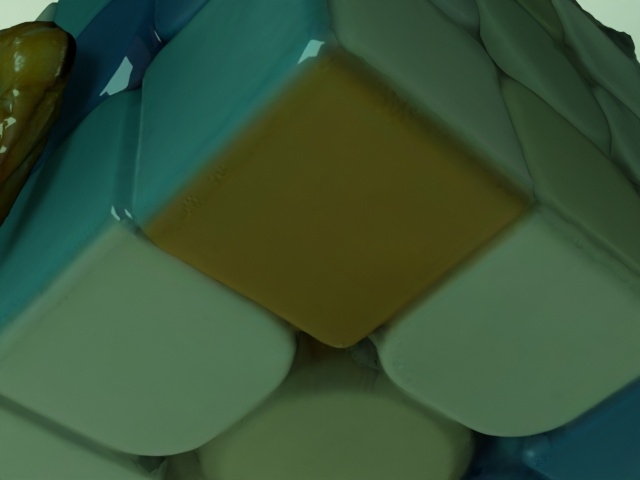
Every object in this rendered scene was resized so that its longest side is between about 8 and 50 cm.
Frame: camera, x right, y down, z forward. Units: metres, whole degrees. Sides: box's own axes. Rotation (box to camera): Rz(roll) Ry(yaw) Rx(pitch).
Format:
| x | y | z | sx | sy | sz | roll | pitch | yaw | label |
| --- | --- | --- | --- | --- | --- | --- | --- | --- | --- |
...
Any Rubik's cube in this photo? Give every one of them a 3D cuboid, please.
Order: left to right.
| x | y | z | sx | sy | sz | roll | pitch | yaw | label |
| --- | --- | --- | --- | --- | --- | --- | --- | --- | --- |
| 0.000 | 0.000 | 0.644 | 0.344 | 0.347 | 0.346 | -42 | 31 | 26 | Rubik's cube |

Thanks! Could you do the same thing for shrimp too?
| x | y | z | sx | sy | sz | roll | pitch | yaw | label |
| --- | --- | --- | --- | --- | --- | --- | --- | --- | --- |
| -0.186 | -0.018 | 0.527 | 0.150 | 0.068 | 0.248 | -21 | 39 | 39 | shrimp |
